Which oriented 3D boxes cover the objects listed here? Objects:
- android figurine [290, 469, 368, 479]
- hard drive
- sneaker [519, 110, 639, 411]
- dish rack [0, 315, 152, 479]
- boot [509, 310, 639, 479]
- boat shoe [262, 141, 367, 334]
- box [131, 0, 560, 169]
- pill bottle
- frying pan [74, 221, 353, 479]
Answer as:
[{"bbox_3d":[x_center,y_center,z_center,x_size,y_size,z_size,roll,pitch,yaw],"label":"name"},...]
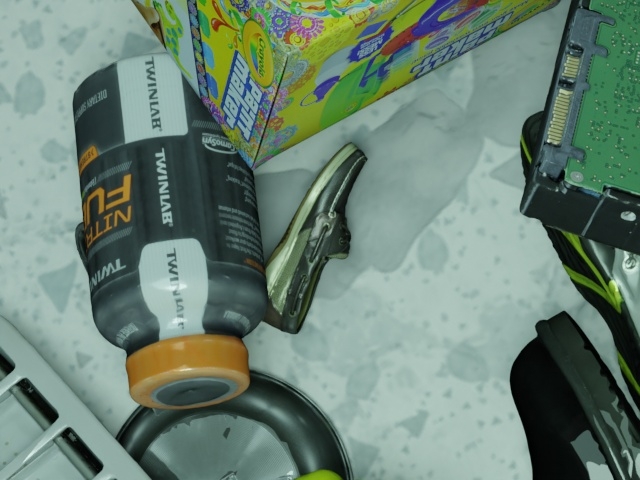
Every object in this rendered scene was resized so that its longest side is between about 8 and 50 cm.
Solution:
[{"bbox_3d":[-0.014,0.263,1.288,0.273,0.056,0.248,-26,44,20],"label":"android figurine"},{"bbox_3d":[0.321,-0.069,1.298,0.339,0.064,0.237,18,57,-2],"label":"hard drive"},{"bbox_3d":[0.280,0.059,1.329,0.147,0.145,0.385,-24,83,-5],"label":"sneaker"},{"bbox_3d":[-0.294,0.238,1.398,0.333,0.072,0.285,-40,64,-13],"label":"dish rack"},{"bbox_3d":[0.131,0.246,1.330,0.260,0.131,0.348,-21,77,7],"label":"boot"},{"bbox_3d":[0.000,0.000,1.443,0.049,0.056,0.152,30,97,10],"label":"boat shoe"},{"bbox_3d":[0.005,-0.255,1.369,0.290,0.177,0.279,-30,75,-21],"label":"box"},{"bbox_3d":[-0.108,-0.003,1.402,0.130,0.130,0.246,-12,67,9],"label":"pill bottle"},{"bbox_3d":[-0.081,0.129,1.440,0.197,0.053,0.326,-9,82,9],"label":"frying pan"}]
